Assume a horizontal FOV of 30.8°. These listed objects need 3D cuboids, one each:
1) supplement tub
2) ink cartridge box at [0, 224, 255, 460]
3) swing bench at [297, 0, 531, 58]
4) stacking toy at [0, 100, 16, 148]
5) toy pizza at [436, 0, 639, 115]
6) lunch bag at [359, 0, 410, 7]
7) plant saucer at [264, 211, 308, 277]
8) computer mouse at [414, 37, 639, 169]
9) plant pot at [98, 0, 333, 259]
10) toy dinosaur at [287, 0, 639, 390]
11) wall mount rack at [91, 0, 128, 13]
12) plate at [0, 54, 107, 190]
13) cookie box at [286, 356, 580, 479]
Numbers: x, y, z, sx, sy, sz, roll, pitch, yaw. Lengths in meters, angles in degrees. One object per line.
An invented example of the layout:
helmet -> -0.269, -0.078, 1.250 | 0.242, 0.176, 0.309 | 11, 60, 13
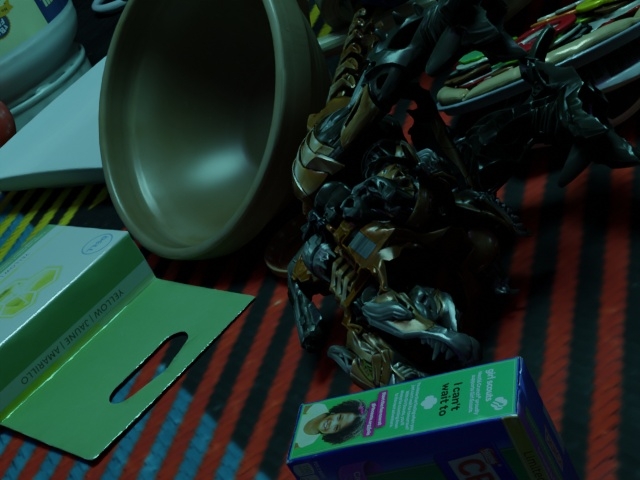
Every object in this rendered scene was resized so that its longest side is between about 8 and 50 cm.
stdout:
supplement tub -> -0.434, -0.291, 1.362 | 0.235, 0.325, 0.235 | -22, 28, 12
ink cartridge box -> -0.185, 0.063, 0.844 | 0.235, 0.056, 0.171 | 3, 40, 47
swing bench -> 0.058, -0.308, 1.004 | 0.255, 0.165, 0.253 | -10, 64, 0
stacking toy -> -0.491, -0.069, 1.278 | 0.330, 0.141, 0.141 | -22, 28, -4
toy pizza -> 0.170, -0.147, 0.838 | 0.201, 0.032, 0.201 | -27, 9, 5
lunch bag -> 0.113, -0.338, 1.205 | 0.293, 0.138, 0.221 | -43, 30, -1
plant saucer -> 0.000, 0.000, 0.826 | 0.083, 0.013, 0.083 | -22, 28, 13
computer mouse -> 0.153, -0.079, 0.796 | 0.193, 0.042, 0.106 | -25, 21, 17
plant pot -> -0.065, -0.102, 0.899 | 0.110, 0.237, 0.237 | 2, 4, -41
toy dinosaur -> 0.047, -0.052, 0.703 | 0.218, 0.164, 0.322 | -41, 56, 24
wall mount rack -> -0.192, -0.407, 1.551 | 0.350, 0.130, 0.304 | -20, 29, 15
plate -> -0.180, -0.133, 1.174 | 0.277, 0.045, 0.278 | -4, 36, 38
cookie box -> 0.054, 0.105, 0.521 | 0.107, 0.092, 0.040 | -16, 33, 21
